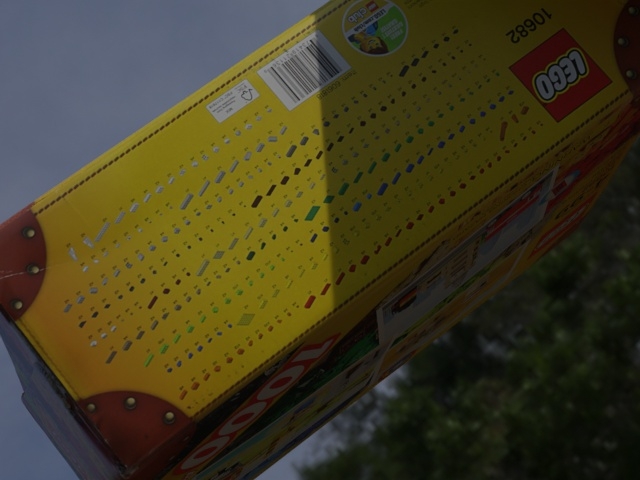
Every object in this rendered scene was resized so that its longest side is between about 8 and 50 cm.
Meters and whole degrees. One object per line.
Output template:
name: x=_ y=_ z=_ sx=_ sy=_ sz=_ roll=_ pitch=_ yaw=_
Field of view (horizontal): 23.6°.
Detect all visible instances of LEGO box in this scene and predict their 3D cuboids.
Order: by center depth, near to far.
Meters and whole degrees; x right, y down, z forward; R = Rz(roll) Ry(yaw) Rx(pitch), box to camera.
LEGO box: x=0.000 y=0.000 z=1.199 sx=0.500 sy=0.193 sz=0.372 roll=-36 pitch=-14 yaw=-15
